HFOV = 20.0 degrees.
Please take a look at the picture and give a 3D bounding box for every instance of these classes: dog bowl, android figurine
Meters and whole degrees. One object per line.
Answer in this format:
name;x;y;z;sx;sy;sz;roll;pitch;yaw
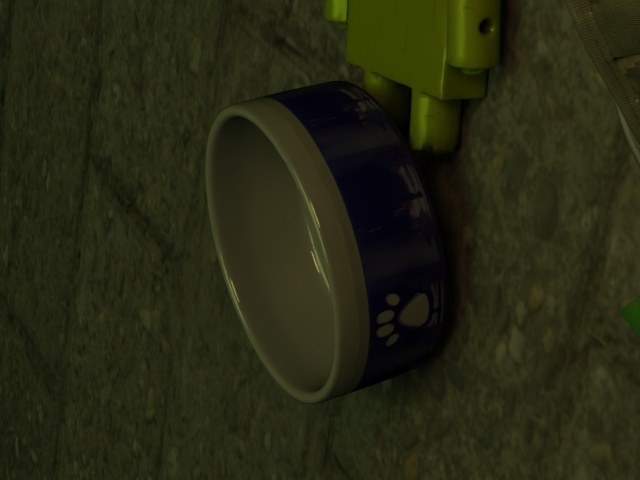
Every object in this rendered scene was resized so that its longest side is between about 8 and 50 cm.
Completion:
dog bowl;0.000;0.000;1.550;0.265;0.104;0.264;50;149;46
android figurine;0.077;-0.214;1.473;0.248;0.056;0.272;34;126;58

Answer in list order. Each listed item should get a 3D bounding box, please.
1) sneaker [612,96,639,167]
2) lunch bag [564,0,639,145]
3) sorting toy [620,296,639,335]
sneaker;0.224;-0.157;1.174;0.091;0.094;0.258;-53;-46;-82
lunch bag;0.231;-0.181;0.877;0.235;0.169;0.287;-15;112;44
sorting toy;0.286;0.046;1.091;0.347;0.047;0.196;-46;59;56
